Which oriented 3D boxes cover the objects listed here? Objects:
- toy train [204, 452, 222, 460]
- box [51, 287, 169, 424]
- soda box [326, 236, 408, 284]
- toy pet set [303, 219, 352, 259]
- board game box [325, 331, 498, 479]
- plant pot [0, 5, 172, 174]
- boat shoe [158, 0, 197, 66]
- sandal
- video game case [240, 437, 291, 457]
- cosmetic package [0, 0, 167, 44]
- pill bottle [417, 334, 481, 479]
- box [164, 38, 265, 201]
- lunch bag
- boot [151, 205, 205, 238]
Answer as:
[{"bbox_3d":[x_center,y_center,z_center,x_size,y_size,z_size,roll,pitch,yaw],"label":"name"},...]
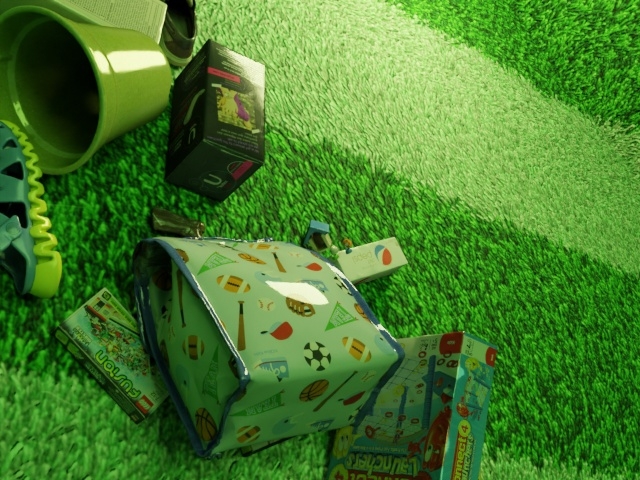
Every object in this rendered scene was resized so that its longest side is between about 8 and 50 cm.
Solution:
[{"bbox_3d":[-0.139,0.335,1.284,0.158,0.027,0.036,-26,89,-22],"label":"toy train"},{"bbox_3d":[-0.332,0.191,1.239,0.207,0.036,0.114,48,43,-6],"label":"box"},{"bbox_3d":[0.098,0.053,1.680,0.216,0.069,0.074,-14,74,-46],"label":"soda box"},{"bbox_3d":[0.000,0.000,1.594,0.065,0.122,0.114,61,13,-20],"label":"toy pet set"},{"bbox_3d":[0.153,0.330,1.327,0.086,0.308,0.302,27,64,-28],"label":"board game box"},{"bbox_3d":[-0.412,-0.279,1.334,0.276,0.276,0.254,55,31,1],"label":"plant pot"},{"bbox_3d":[-0.324,-0.524,1.661,0.102,0.092,0.285,8,60,-38],"label":"boat shoe"},{"bbox_3d":[-0.513,-0.055,1.180,0.138,0.126,0.318,-6,67,-39],"label":"sandal"},{"bbox_3d":[-0.079,0.250,1.424,0.274,0.035,0.248,-10,71,-44],"label":"video game case"},{"bbox_3d":[-0.475,-0.461,1.475,0.309,0.113,0.160,24,50,-27],"label":"cosmetic package"},{"bbox_3d":[0.229,0.369,1.506,0.187,0.188,0.334,29,48,-24],"label":"pill bottle"},{"bbox_3d":[-0.212,-0.245,1.527,0.143,0.165,0.271,20,53,-31],"label":"box"},{"bbox_3d":[-0.112,0.140,1.259,0.327,0.239,0.385,0,41,-40],"label":"lunch bag"},{"bbox_3d":[-0.273,-0.011,1.418,0.114,0.037,0.106,21,39,-35],"label":"boot"}]
